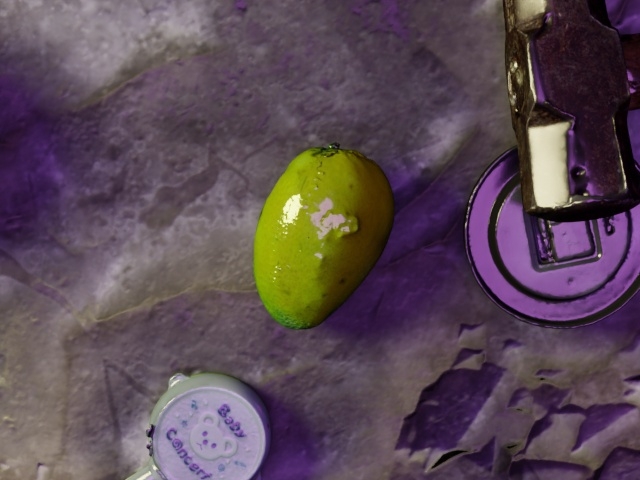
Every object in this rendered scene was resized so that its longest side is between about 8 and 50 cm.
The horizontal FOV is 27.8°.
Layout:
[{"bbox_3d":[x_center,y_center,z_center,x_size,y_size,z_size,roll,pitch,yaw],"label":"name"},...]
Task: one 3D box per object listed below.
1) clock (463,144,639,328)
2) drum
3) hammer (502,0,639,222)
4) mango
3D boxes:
[{"bbox_3d":[0.223,-0.010,1.209,0.184,0.040,0.184,0,98,-1],"label":"clock"},{"bbox_3d":[-0.168,0.207,1.221,0.253,0.049,0.130,-21,98,1],"label":"drum"},{"bbox_3d":[0.363,-0.157,1.165,0.409,0.095,0.242,-7,81,-11],"label":"hammer"},{"bbox_3d":[0.000,0.000,1.175,0.119,0.100,0.178,18,104,-6],"label":"mango"}]
